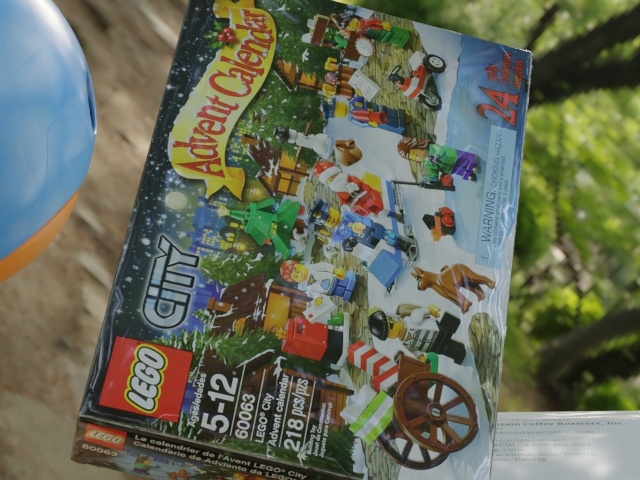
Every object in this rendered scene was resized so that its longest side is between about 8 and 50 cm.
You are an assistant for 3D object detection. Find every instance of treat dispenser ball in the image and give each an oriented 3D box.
[{"bbox_3d":[-0.316,-0.092,1.202,0.288,0.288,0.288,42,12,-11],"label":"treat dispenser ball"}]

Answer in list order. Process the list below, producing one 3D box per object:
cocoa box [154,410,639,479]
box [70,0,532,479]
[{"bbox_3d":[0.074,0.248,0.946,0.231,0.347,0.228,-71,159,-72],"label":"cocoa box"},{"bbox_3d":[0.000,0.000,0.667,0.159,0.044,0.233,14,56,-6],"label":"box"}]
